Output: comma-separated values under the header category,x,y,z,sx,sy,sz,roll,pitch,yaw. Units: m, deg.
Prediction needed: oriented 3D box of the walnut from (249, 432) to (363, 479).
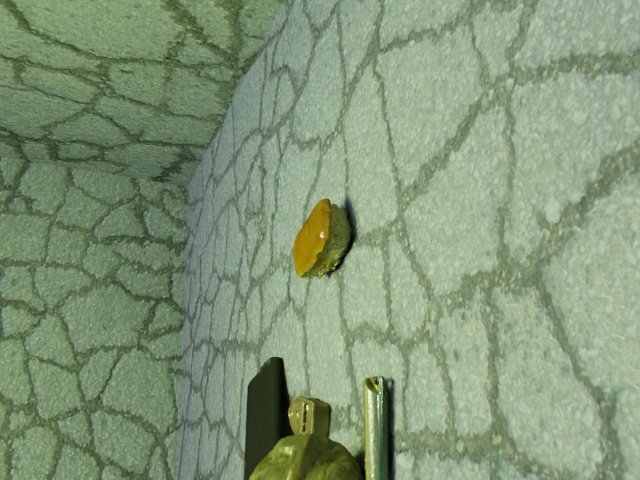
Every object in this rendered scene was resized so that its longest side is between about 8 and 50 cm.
category,x,y,z,sx,sy,sz,roll,pitch,yaw
walnut,-0.036,0.616,1.515,0.277,0.282,0.253,-53,-15,-66

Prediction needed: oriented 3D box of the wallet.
category,x,y,z,sx,sy,sz,roll,pitch,yaw
wallet,-0.191,0.606,2.077,0.228,0.062,0.406,-56,25,34

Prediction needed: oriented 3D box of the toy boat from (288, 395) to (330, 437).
category,x,y,z,sx,sy,sz,roll,pitch,yaw
toy boat,-0.035,0.520,1.842,0.188,0.061,0.116,168,107,-65

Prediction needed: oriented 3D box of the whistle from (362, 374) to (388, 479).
category,x,y,z,sx,sy,sz,roll,pitch,yaw
whistle,0.133,0.483,1.471,0.068,0.057,0.326,-26,59,59

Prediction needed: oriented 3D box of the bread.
category,x,y,z,sx,sy,sz,roll,pitch,yaw
bread,0.000,0.000,1.852,0.245,0.121,0.174,122,146,-47
